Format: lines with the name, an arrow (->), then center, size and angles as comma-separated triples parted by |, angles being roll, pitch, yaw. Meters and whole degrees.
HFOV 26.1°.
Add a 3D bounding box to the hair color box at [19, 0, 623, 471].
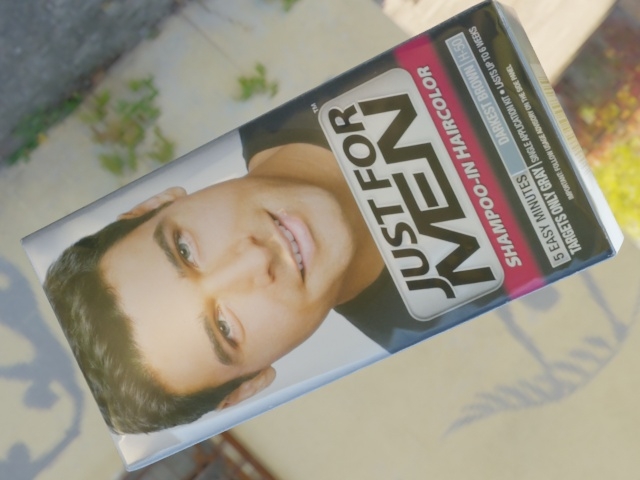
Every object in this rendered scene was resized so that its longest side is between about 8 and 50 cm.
hair color box -> 0.000, 0.000, 0.970 | 0.374, 0.185, 0.113 | -26, 179, 16
